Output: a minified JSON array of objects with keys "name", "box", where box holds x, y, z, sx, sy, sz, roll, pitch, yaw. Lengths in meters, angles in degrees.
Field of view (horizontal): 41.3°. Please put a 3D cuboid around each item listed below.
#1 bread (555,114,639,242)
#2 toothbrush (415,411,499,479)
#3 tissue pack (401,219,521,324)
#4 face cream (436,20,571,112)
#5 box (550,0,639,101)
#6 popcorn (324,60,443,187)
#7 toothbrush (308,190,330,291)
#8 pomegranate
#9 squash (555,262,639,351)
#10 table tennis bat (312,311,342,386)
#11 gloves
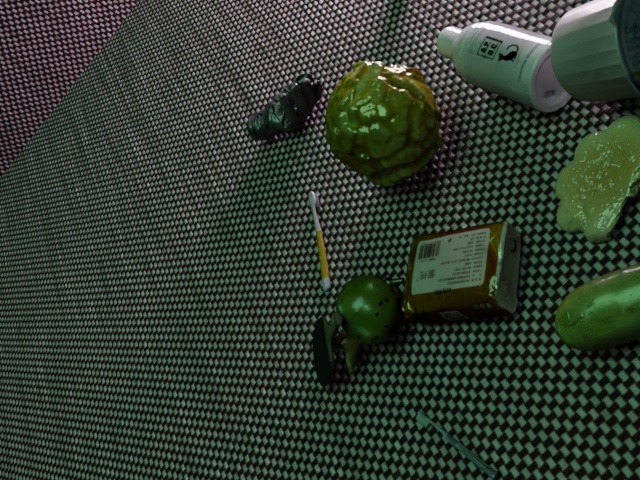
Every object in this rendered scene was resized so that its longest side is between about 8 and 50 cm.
[{"name":"bread","box":[0.521,-0.123,1.566,0.251,0.039,0.182,-57,41,4]},{"name":"toothbrush","box":[0.247,0.376,1.565,0.219,0.016,0.019,32,93,50]},{"name":"tissue pack","box":[0.276,0.065,1.664,0.226,0.092,0.183,-11,60,41]},{"name":"face cream","box":[0.365,-0.388,1.800,0.369,0.145,0.145,35,94,49]},{"name":"box","box":[0.559,-0.332,1.542,0.206,0.262,0.291,3,113,62]},{"name":"popcorn","box":[0.144,-0.256,1.862,0.247,0.282,0.282,-48,40,-5]},{"name":"toothbrush","box":[0.000,0.000,2.040,0.021,0.024,0.288,-33,49,31]},{"name":"pomegranate","box":[0.100,0.170,1.762,0.156,0.156,0.220,39,129,49]},{"name":"squash","box":[0.548,0.079,1.360,0.370,0.118,0.118,-28,50,30]},{"name":"table tennis bat","box":[0.011,0.217,1.786,0.246,0.022,0.138,108,154,-56]},{"name":"gloves","box":[-0.089,-0.357,2.274,0.285,0.119,0.142,-32,46,49]}]
